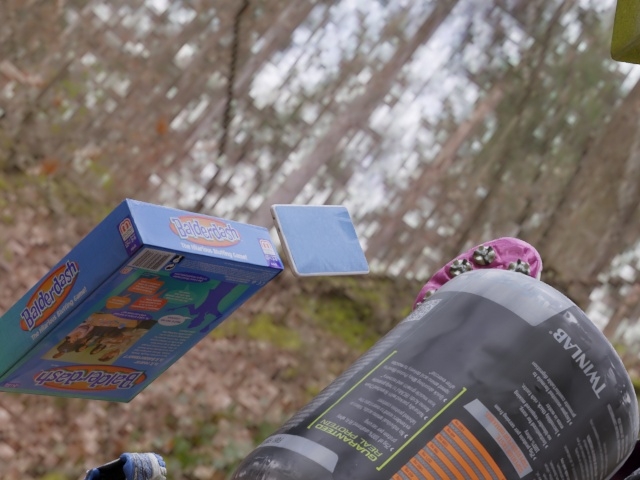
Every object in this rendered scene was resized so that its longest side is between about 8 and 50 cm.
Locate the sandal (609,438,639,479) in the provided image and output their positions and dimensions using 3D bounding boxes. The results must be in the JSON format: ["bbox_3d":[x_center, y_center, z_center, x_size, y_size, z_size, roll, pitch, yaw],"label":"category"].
[{"bbox_3d":[0.309,0.289,1.724,0.167,0.446,0.107,-76,147,-76],"label":"sandal"}]

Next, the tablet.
[{"bbox_3d":[0.000,0.000,1.121,0.006,0.083,0.054,-30,-108,35],"label":"tablet"}]

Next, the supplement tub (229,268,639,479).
[{"bbox_3d":[0.071,0.190,1.241,0.207,0.338,0.207,36,-33,27],"label":"supplement tub"}]

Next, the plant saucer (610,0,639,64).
[{"bbox_3d":[0.422,-0.276,1.751,0.188,0.188,0.045,9,-5,-5],"label":"plant saucer"}]

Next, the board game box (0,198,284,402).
[{"bbox_3d":[-0.157,0.055,1.309,0.160,0.210,0.047,13,45,-49],"label":"board game box"}]

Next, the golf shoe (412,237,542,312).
[{"bbox_3d":[0.151,0.132,1.867,0.115,0.306,0.140,33,-15,27],"label":"golf shoe"}]

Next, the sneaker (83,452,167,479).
[{"bbox_3d":[-0.218,0.247,1.593,0.058,0.135,0.052,26,31,-47],"label":"sneaker"}]
